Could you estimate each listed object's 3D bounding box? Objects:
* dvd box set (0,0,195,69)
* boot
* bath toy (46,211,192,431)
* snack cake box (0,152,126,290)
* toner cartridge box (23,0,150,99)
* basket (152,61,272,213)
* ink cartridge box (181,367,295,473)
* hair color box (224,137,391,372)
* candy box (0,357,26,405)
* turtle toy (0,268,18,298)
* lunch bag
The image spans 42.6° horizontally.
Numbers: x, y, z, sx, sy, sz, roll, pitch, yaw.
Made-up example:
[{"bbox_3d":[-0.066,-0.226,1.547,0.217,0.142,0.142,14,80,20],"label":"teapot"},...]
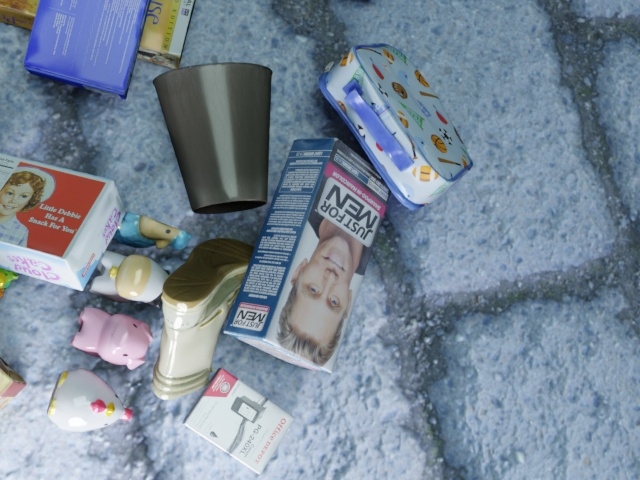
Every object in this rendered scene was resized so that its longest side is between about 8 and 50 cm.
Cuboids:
[{"bbox_3d":[-0.417,-0.497,1.427,0.420,0.062,0.308,14,76,-11],"label":"dvd box set"},{"bbox_3d":[-0.187,0.122,1.336,0.095,0.262,0.204,17,115,10],"label":"boot"},{"bbox_3d":[-0.314,0.136,1.287,0.129,0.151,0.348,21,78,-17],"label":"bath toy"},{"bbox_3d":[-0.453,-0.039,1.247,0.264,0.089,0.152,14,57,14],"label":"snack cake box"},{"bbox_3d":[-0.357,-0.422,1.340,0.165,0.075,0.348,15,90,-12],"label":"toner cartridge box"},{"bbox_3d":[-0.168,-0.166,1.382,0.204,0.154,0.227,-6,84,-14],"label":"basket"},{"bbox_3d":[-0.133,0.294,1.340,0.150,0.063,0.109,35,73,-5],"label":"ink cartridge box"},{"bbox_3d":[-0.012,0.024,1.349,0.174,0.105,0.347,33,70,-42],"label":"hair color box"},{"bbox_3d":[-0.581,0.129,1.199,0.316,0.183,0.087,45,73,-2],"label":"candy box"},{"bbox_3d":[-0.541,0.057,1.279,0.130,0.095,0.066,3,121,-13],"label":"turtle toy"},{"bbox_3d":[0.129,-0.206,1.421,0.303,0.115,0.243,54,30,2],"label":"lunch bag"}]
